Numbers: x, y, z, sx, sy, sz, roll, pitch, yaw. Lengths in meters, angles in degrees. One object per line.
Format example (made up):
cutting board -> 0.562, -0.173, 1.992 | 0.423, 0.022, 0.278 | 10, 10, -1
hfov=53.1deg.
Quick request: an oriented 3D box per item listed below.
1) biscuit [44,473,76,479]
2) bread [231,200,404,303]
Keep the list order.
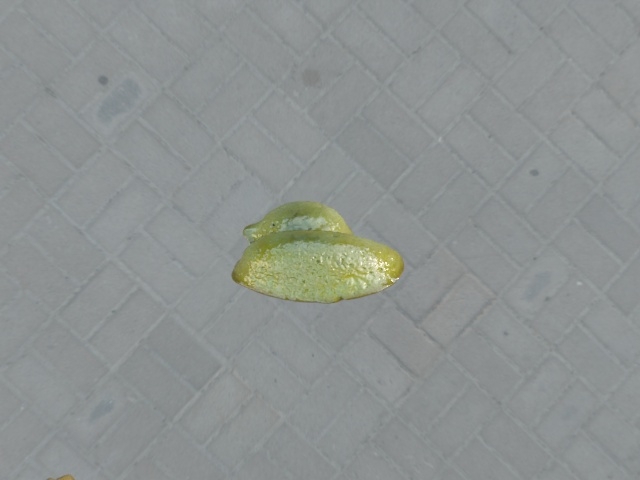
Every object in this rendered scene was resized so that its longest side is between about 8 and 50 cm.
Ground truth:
biscuit -> -0.183, 0.200, 0.352 | 0.170, 0.170, 0.050 | -44, 77, -4
bread -> 0.000, 0.000, 0.703 | 0.187, 0.149, 0.065 | 5, 127, 11
